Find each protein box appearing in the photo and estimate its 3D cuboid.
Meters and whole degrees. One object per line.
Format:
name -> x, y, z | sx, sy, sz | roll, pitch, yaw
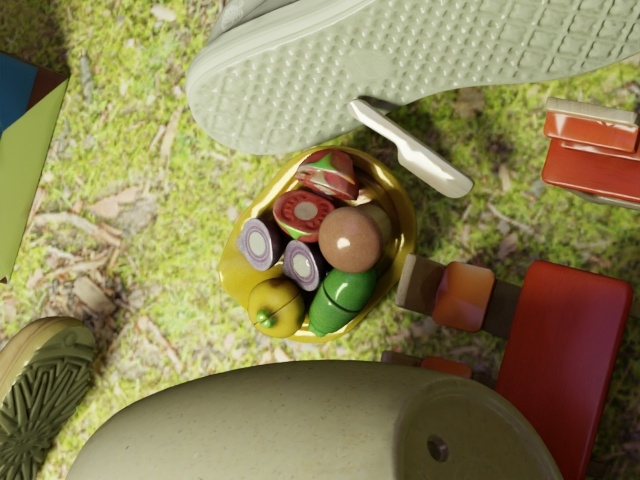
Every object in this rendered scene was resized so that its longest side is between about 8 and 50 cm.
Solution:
protein box -> -0.367, -0.087, 1.577 | 0.201, 0.136, 0.200 | 16, 89, 31

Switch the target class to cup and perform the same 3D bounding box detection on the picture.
cup -> 0.027, 0.210, 1.151 | 0.237, 0.331, 0.331 | -31, 66, 37

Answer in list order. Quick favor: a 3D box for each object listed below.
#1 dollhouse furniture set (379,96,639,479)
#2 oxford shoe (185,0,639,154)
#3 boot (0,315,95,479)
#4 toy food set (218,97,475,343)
dollhouse furniture set -> 0.179, 0.042, 1.243 | 0.262, 0.135, 0.259 | 13, 87, 31
oxford shoe -> 0.098, -0.190, 1.335 | 0.449, 0.169, 0.130 | -16, 45, 26
boot -> -0.335, 0.095, 1.538 | 0.269, 0.089, 0.236 | 42, 112, 30
toy food set -> 0.000, 0.000, 1.352 | 0.128, 0.071, 0.218 | 43, 119, 5
